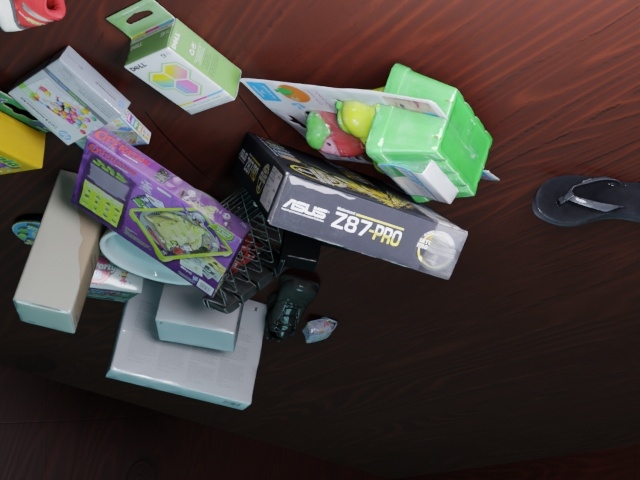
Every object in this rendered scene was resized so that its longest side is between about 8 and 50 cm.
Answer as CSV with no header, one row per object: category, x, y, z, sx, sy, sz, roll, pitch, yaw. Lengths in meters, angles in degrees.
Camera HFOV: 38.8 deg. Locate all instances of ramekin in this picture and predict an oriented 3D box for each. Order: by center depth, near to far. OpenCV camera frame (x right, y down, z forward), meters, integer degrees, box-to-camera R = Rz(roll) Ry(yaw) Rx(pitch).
ramekin,-0.330,-0.017,1.988,0.277,0.135,0.277,8,155,4

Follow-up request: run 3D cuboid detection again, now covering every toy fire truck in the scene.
toy fire truck,-0.140,0.041,2.114,0.135,0.047,0.192,23,141,-10

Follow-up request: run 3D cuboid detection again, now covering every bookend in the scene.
bookend,0.000,0.000,1.882,0.157,0.156,0.072,11,155,-6

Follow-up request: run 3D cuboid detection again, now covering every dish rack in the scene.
dish rack,-0.168,0.009,1.885,0.074,0.208,0.271,27,142,35

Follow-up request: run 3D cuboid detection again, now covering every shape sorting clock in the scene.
shape sorting clock,-0.660,-0.001,2.248,0.206,0.040,0.206,8,154,4

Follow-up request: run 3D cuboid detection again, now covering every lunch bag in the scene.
lunch bag,-0.001,0.245,2.514,0.083,0.053,0.071,-11,160,-18

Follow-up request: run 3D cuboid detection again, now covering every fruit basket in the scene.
fruit basket,0.084,-0.166,1.495,0.353,0.165,0.327,6,164,29

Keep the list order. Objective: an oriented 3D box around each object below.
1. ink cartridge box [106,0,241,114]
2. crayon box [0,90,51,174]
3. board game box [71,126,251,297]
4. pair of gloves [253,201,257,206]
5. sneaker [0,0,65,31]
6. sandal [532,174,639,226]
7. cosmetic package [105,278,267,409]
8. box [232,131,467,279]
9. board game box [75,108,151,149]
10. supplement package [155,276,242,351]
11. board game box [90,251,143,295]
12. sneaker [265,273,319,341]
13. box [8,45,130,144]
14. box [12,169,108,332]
ink cartridge box,-0.240,-0.292,1.466,0.109,0.062,0.209,-11,147,38
crayon box,-0.683,-0.193,1.744,0.323,0.083,0.203,-6,163,23
board game box,-0.313,-0.051,1.748,0.347,0.056,0.208,35,142,2
pair of gloves,-0.041,-0.060,1.738,0.204,0.042,0.240,19,-166,-17
sneaker,-0.427,-0.407,1.286,0.118,0.107,0.279,-8,158,-5
sandal,0.506,-0.080,1.622,0.254,0.097,0.054,-1,156,-2
cosmetic package,-0.346,0.263,2.406,0.377,0.284,0.097,17,155,-15
box,0.033,-0.067,1.561,0.318,0.097,0.395,20,-170,-17
board game box,-0.416,-0.215,1.731,0.154,0.026,0.103,-3,152,24
supplement package,-0.284,0.143,2.227,0.194,0.203,0.149,11,154,-1
board game box,-0.565,0.082,2.223,0.224,0.097,0.303,9,169,-18
sneaker,-0.077,0.178,2.313,0.109,0.130,0.286,15,153,-7
box,-0.448,-0.253,1.614,0.186,0.038,0.145,-15,131,43
box,-0.541,0.024,1.939,0.121,0.311,0.148,14,156,-5
